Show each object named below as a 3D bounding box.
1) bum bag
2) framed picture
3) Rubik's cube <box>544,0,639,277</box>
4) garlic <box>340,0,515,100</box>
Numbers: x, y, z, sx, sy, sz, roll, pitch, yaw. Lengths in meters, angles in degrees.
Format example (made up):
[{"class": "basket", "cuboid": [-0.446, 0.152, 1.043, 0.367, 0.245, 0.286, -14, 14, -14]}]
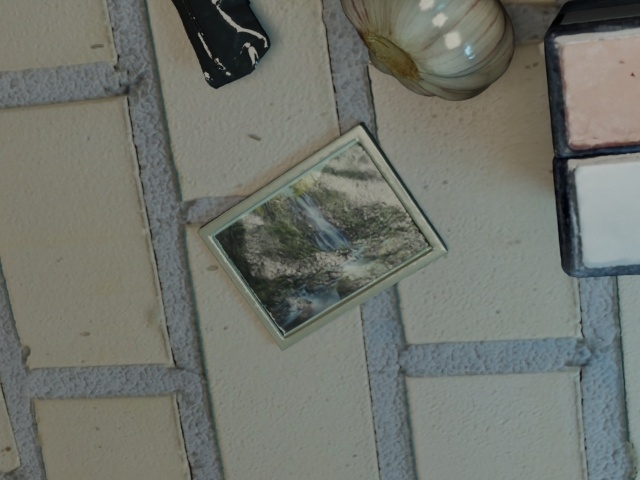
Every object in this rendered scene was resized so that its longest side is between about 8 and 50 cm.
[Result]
[{"class": "bum bag", "cuboid": [-0.165, -0.348, 1.660, 0.123, 0.060, 0.248, -25, 99, 19]}, {"class": "framed picture", "cuboid": [0.000, 0.000, 1.757, 0.324, 0.020, 0.240, -30, 98, 21]}, {"class": "Rubik's cube", "cuboid": [0.455, -0.150, 1.432, 0.313, 0.318, 0.316, -3, 106, 17]}, {"class": "garlic", "cuboid": [0.181, -0.314, 1.526, 0.253, 0.245, 0.245, -40, 96, -13]}]
